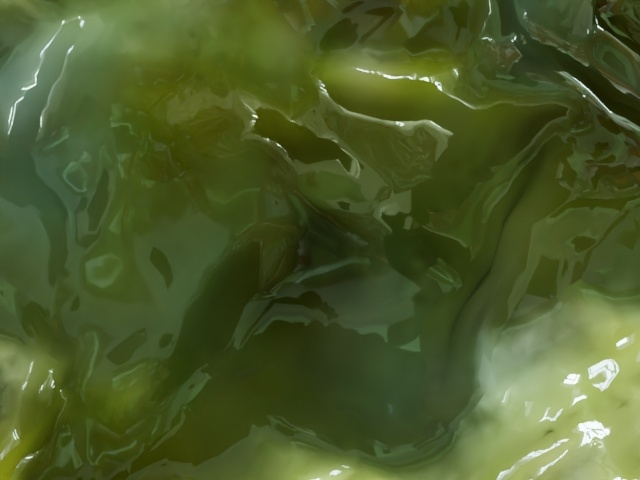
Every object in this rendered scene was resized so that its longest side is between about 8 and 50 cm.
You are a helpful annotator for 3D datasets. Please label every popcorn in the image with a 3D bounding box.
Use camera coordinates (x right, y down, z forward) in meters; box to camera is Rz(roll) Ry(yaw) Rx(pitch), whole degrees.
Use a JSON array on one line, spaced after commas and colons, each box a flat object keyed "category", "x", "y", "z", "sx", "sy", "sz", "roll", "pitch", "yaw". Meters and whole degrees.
[{"category": "popcorn", "x": -0.007, "y": 0.011, "z": 0.644, "sx": 0.334, "sy": 0.292, "sz": 0.293, "roll": 31, "pitch": -104, "yaw": 9}]
